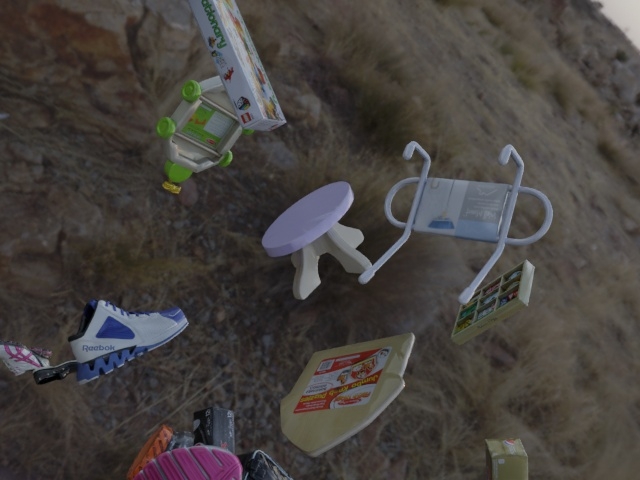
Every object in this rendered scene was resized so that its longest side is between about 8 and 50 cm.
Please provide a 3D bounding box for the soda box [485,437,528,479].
[{"bbox_3d":[0.303,0.419,1.052,0.061,0.058,0.181,-69,154,-78],"label":"soda box"}]

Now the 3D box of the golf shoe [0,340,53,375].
[{"bbox_3d":[-0.817,0.319,1.743,0.186,0.067,0.086,29,63,-42],"label":"golf shoe"}]

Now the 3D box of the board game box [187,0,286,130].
[{"bbox_3d":[-0.173,-0.377,1.334,0.193,0.053,0.305,-39,106,-77],"label":"board game box"}]

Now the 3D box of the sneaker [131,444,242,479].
[{"bbox_3d":[-0.213,0.343,0.856,0.103,0.252,0.111,65,5,13],"label":"sneaker"}]

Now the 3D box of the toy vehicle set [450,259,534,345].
[{"bbox_3d":[0.488,0.179,1.842,0.035,0.267,0.166,39,42,-8],"label":"toy vehicle set"}]

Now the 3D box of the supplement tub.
[{"bbox_3d":[-0.334,0.658,1.740,0.338,0.207,0.207,37,25,-8],"label":"supplement tub"}]

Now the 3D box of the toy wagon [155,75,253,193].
[{"bbox_3d":[-0.336,-0.287,1.789,0.068,0.344,0.267,44,11,31],"label":"toy wagon"}]

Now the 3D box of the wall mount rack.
[{"bbox_3d":[0.230,-0.031,1.203,0.130,0.350,0.304,31,73,-50],"label":"wall mount rack"}]

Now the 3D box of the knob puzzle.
[{"bbox_3d":[0.028,0.205,0.833,0.030,0.213,0.213,58,20,-19],"label":"knob puzzle"}]

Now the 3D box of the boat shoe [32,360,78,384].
[{"bbox_3d":[-0.691,0.351,1.718,0.133,0.049,0.042,-9,54,-37],"label":"boat shoe"}]

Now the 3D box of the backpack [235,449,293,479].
[{"bbox_3d":[-0.134,0.621,1.428,0.253,0.191,0.225,44,36,-19],"label":"backpack"}]

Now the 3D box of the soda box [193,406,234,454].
[{"bbox_3d":[-0.193,0.393,1.175,0.060,0.053,0.169,28,47,-46],"label":"soda box"}]

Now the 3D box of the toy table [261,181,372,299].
[{"bbox_3d":[0.000,0.000,1.537,0.252,0.274,0.161,14,-45,55],"label":"toy table"}]

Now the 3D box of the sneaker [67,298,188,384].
[{"bbox_3d":[-0.507,0.216,1.661,0.315,0.127,0.182,-28,94,-38],"label":"sneaker"}]
